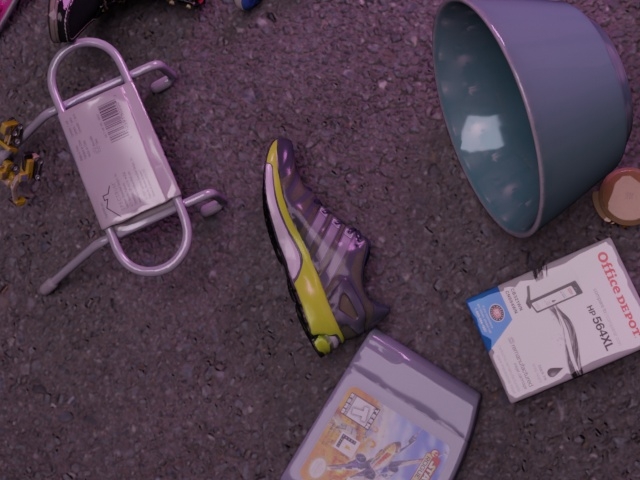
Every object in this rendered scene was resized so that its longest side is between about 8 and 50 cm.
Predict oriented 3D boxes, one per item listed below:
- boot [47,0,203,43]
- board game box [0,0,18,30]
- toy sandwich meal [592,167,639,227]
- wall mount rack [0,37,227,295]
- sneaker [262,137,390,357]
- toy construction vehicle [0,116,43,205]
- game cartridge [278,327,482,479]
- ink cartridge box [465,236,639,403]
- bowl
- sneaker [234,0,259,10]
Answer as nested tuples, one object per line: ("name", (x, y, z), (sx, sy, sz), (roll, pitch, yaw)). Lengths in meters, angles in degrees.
("boot", (-0.259, -0.348, 1.827), (0.179, 0.085, 0.236), (13, 49, 9))
("board game box", (-0.522, -0.547, 1.885), (0.390, 0.050, 0.390), (44, 118, 12))
("toy sandwich meal", (0.398, -0.054, 1.728), (0.086, 0.029, 0.085), (-1, 80, 8))
("wall mount rack", (-0.307, -0.087, 1.834), (0.304, 0.130, 0.350), (-24, 79, 5))
("sneaker", (0.000, 0.000, 1.778), (0.121, 0.111, 0.300), (-17, 81, -7))
("toy construction vehicle", (-0.426, -0.108, 1.840), (0.086, 0.035, 0.098), (40, 124, 31))
("game cartridge", (0.076, 0.290, 1.745), (0.198, 0.062, 0.297), (31, 91, 17))
("ink cartridge box", (0.309, 0.102, 1.698), (0.203, 0.086, 0.148), (-25, 79, 9))
("bowl", (0.274, -0.174, 1.652), (0.163, 0.311, 0.311), (-19, 80, -10))
("sneaker", (-0.053, -0.376, 1.841), (0.084, 0.058, 0.152), (29, 84, 22))
